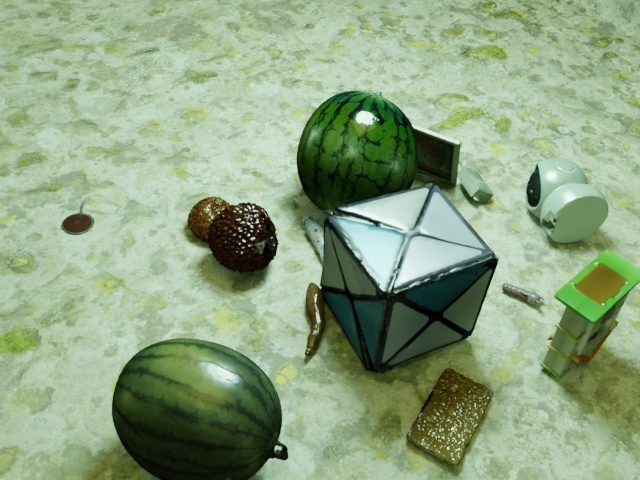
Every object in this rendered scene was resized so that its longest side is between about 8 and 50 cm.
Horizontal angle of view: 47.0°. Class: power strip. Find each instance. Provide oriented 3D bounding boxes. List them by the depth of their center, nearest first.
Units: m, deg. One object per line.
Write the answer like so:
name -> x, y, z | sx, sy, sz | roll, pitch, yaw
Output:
power strip -> 0.460, -0.184, 2.241 | 0.075, 0.042, 0.175 | 17, 35, -38

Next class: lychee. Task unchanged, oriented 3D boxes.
lychee -> -0.200, -0.004, 1.884 | 0.187, 0.188, 0.188 | 4, 43, -4

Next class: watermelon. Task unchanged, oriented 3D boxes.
watermelon -> -0.229, 0.340, 1.439 | 0.359, 0.279, 0.279 | 18, 44, 14
watermelon -> 0.106, -0.235, 2.036 | 0.362, 0.363, 0.363 | 4, 43, -4

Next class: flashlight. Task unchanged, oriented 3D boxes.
flashlight -> 0.531, 0.143, 1.938 | 0.110, 0.031, 0.052 | 21, 20, 18

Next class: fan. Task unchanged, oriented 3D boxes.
fan -> -0.653, -0.063, 1.995 | 0.085, 0.005, 0.133 | 1, 45, -6

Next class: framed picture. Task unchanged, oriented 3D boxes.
framed picture -> 0.324, -0.255, 2.181 | 0.184, 0.250, 0.016 | 24, 71, 16

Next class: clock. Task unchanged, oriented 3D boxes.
clock -> 0.624, 0.185, 1.742 | 0.219, 0.255, 0.106 | -31, 54, -30

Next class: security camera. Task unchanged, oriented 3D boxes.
security camera -> 0.697, -0.133, 2.137 | 0.194, 0.195, 0.236 | -5, 46, -13

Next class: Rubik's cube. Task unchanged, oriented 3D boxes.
Rubik's cube -> 0.193, 0.086, 1.743 | 0.310, 0.307, 0.305 | -15, 50, -20

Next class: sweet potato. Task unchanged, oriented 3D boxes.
sweet potato -> -0.014, 0.194, 1.792 | 0.050, 0.050, 0.214 | 4, 49, -4

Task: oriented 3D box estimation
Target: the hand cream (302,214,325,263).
hand cream -> 0.000, 0.000, 2.001 | 0.064, 0.043, 0.171 | -19, 54, -19

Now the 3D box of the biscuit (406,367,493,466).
biscuit -> 0.291, 0.390, 1.644 | 0.131, 0.025, 0.231 | 27, 46, 18

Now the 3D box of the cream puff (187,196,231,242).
cream puff -> -0.286, -0.061, 1.992 | 0.148, 0.085, 0.149 | 4, 46, -4
